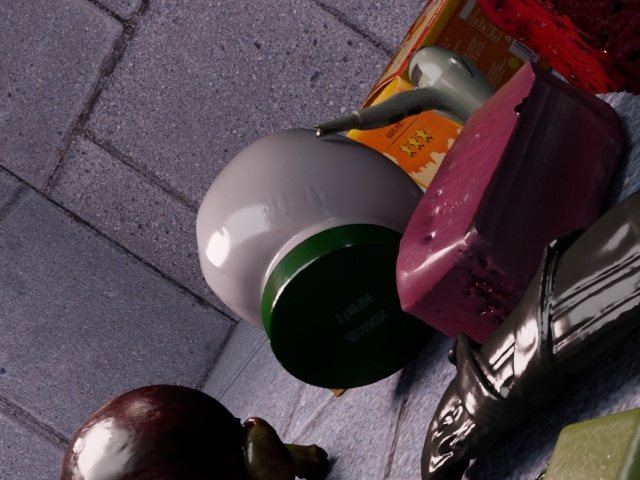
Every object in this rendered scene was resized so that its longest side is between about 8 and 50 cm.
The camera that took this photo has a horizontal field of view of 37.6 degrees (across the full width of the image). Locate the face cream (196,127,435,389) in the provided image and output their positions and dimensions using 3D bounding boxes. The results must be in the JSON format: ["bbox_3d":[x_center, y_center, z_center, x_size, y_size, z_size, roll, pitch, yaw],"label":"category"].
[{"bbox_3d":[0.000,0.000,1.214,0.357,0.313,0.219,-115,19,-56],"label":"face cream"}]

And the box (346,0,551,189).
[{"bbox_3d":[0.220,-0.266,1.530,0.283,0.214,0.259,-57,7,-21],"label":"box"}]

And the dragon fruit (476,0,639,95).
[{"bbox_3d":[0.269,-0.283,0.974,0.302,0.330,0.240,-50,30,35],"label":"dragon fruit"}]

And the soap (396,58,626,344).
[{"bbox_3d":[0.191,-0.048,0.939,0.324,0.127,0.220,-58,8,-34],"label":"soap"}]

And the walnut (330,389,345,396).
[{"bbox_3d":[0.035,0.168,1.391,0.121,0.052,0.091,-60,9,-21],"label":"walnut"}]

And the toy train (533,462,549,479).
[{"bbox_3d":[0.139,0.172,0.531,0.103,0.044,0.064,-105,39,-83],"label":"toy train"}]

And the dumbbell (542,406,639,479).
[{"bbox_3d":[0.202,0.033,0.438,0.302,0.121,0.108,-58,-22,-27],"label":"dumbbell"}]

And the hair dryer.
[{"bbox_3d":[0.158,-0.152,1.242,0.267,0.229,0.092,-40,-32,-34],"label":"hair dryer"}]

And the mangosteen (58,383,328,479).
[{"bbox_3d":[-0.172,0.314,1.151,0.293,0.297,0.297,-36,14,25],"label":"mangosteen"}]

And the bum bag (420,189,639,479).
[{"bbox_3d":[0.164,0.071,0.703,0.326,0.080,0.142,-51,11,35],"label":"bum bag"}]
